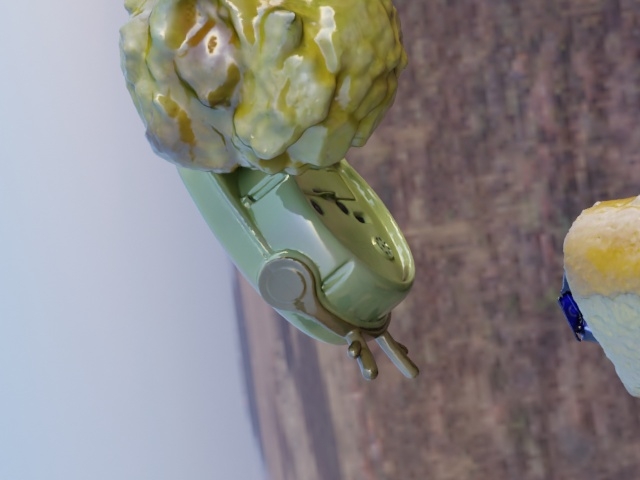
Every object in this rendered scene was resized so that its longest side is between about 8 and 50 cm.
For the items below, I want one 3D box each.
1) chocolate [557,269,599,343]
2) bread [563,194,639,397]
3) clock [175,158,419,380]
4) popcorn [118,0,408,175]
[{"bbox_3d":[0.429,0.129,1.929,0.148,0.343,0.126,-55,7,-16],"label":"chocolate"},{"bbox_3d":[0.437,0.051,1.584,0.375,0.165,0.237,-4,119,54],"label":"bread"},{"bbox_3d":[0.000,0.000,1.517,0.308,0.096,0.235,57,-161,16],"label":"clock"},{"bbox_3d":[-0.050,-0.171,1.320,0.249,0.249,0.225,-103,10,-51],"label":"popcorn"}]
